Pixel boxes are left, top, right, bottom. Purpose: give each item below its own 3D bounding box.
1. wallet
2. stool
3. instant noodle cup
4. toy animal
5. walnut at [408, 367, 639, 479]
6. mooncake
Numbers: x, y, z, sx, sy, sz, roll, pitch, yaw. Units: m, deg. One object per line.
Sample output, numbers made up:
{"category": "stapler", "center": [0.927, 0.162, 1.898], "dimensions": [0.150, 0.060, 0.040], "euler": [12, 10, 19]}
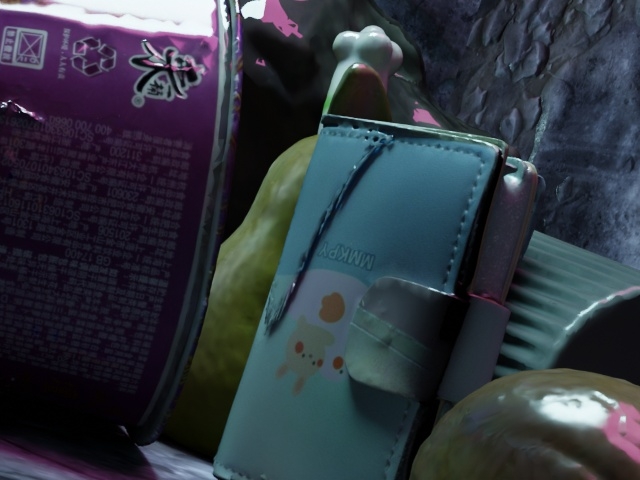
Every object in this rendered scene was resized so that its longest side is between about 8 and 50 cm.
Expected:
{"category": "wallet", "center": [0.031, 0.052, 0.752], "dimensions": [0.176, 0.251, 0.075], "euler": [14, -5, 43]}
{"category": "stool", "center": [0.234, 0.140, 1.209], "dimensions": [0.297, 0.297, 0.330], "euler": [20, -1, -22]}
{"category": "instant noodle cup", "center": [-0.220, -0.044, 0.769], "dimensions": [0.265, 0.340, 0.340], "euler": [8, -1, -16]}
{"category": "toy animal", "center": [0.012, 0.016, 0.910], "dimensions": [0.180, 0.363, 0.181], "euler": [33, -3, -9]}
{"category": "walnut", "center": [0.105, 0.119, 0.481], "dimensions": [0.140, 0.140, 0.162], "euler": [21, -15, -30]}
{"category": "mooncake", "center": [-0.022, -0.065, 1.147], "dimensions": [0.381, 0.212, 0.350], "euler": [34, -44, -7]}
